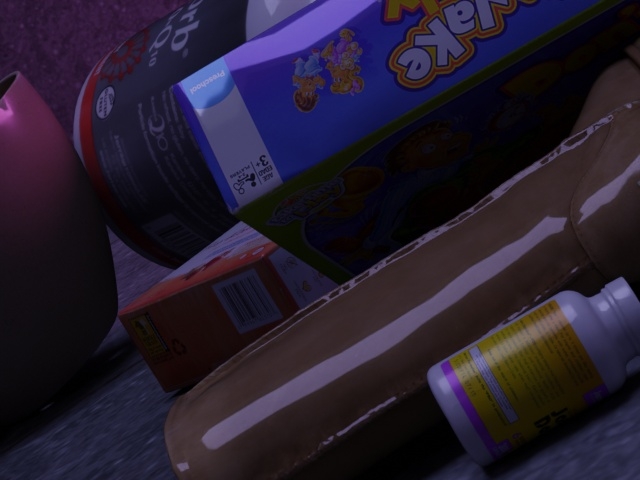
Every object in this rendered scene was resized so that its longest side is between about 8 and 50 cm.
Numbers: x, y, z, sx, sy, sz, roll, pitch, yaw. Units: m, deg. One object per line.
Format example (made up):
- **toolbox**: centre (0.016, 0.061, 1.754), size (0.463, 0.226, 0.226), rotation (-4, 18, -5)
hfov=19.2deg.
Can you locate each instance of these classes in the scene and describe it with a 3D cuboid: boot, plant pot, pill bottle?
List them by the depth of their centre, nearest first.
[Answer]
- **pill bottle**: centre (0.085, 0.047, 0.713), size (0.083, 0.043, 0.043), rotation (-31, 8, 4)
- **boot**: centre (0.064, 0.015, 0.843), size (0.269, 0.089, 0.236), rotation (-34, 2, 7)
- **pill bottle**: centre (-0.014, -0.116, 1.465), size (0.363, 0.210, 0.210), rotation (-23, 12, 46)
- **plant pot**: centre (-0.270, 0.035, 1.471), size (0.284, 0.191, 0.284), rotation (-40, 14, 13)

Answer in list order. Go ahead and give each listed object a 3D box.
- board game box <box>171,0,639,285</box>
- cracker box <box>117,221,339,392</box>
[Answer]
- **board game box**: centre (0.126, -0.101, 0.976), size (0.347, 0.078, 0.233), rotation (-30, -21, 11)
- **cracker box**: centre (0.000, 0.000, 1.222), size (0.156, 0.067, 0.232), rotation (-22, 11, 47)
